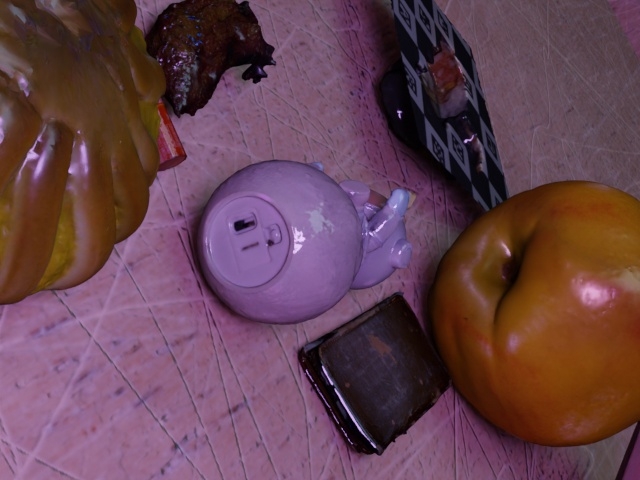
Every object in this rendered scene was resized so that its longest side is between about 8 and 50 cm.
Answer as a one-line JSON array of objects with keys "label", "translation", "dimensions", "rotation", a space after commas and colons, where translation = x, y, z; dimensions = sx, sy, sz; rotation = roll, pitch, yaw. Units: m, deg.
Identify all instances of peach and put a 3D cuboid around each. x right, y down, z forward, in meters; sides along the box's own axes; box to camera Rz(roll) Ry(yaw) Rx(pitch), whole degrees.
[{"label": "peach", "translation": [0.278, 0.084, 1.371], "dimensions": [0.308, 0.289, 0.289], "rotation": [36, 39, -38]}]

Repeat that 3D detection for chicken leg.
[{"label": "chicken leg", "translation": [-0.108, -0.182, 1.176], "dimensions": [0.105, 0.063, 0.234], "rotation": [42, 29, 3]}]

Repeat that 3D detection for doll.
[{"label": "doll", "translation": [0.000, 0.000, 1.144], "dimensions": [0.287, 0.151, 0.151], "rotation": [-4, 70, -66]}]

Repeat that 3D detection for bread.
[{"label": "bread", "translation": [-0.224, -0.106, 0.829], "dimensions": [0.333, 0.160, 0.333], "rotation": [38, 39, -39]}]

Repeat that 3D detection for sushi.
[{"label": "sushi", "translation": [0.135, -0.177, 1.588], "dimensions": [0.320, 0.069, 0.339], "rotation": [37, 37, -53]}]

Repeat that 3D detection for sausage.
[{"label": "sausage", "translation": [-0.156, -0.124, 1.085], "dimensions": [0.034, 0.034, 0.129], "rotation": [-15, 80, -61]}]

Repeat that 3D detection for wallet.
[{"label": "wallet", "translation": [0.060, 0.130, 1.234], "dimensions": [0.122, 0.031, 0.232], "rotation": [60, 26, 3]}]

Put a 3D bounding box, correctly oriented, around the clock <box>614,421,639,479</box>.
[{"label": "clock", "translation": [0.360, 0.293, 1.418], "dimensions": [0.244, 0.056, 0.244], "rotation": [20, 90, -76]}]
